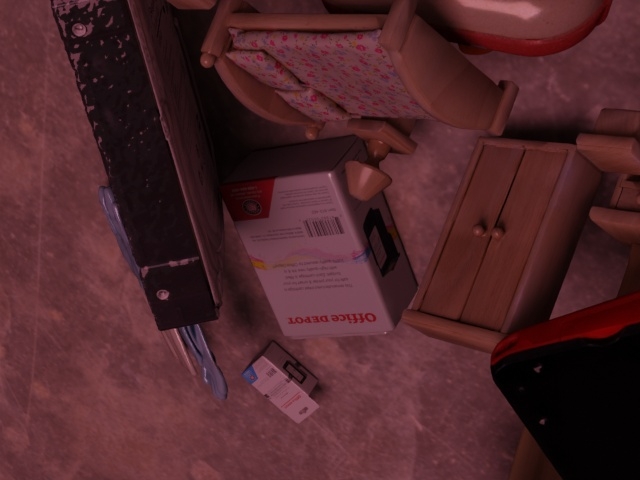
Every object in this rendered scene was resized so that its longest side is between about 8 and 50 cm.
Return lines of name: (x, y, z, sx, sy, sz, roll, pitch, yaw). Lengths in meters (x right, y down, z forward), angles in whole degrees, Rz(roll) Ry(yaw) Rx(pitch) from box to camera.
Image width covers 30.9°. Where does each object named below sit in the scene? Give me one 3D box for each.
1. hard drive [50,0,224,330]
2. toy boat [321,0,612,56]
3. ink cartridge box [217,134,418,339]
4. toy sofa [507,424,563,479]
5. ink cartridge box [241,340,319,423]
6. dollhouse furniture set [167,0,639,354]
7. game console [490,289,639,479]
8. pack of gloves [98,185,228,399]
hard drive: (-0.147, -0.126, 0.980, 0.064, 0.237, 0.338, -13, 120, 2)
toy boat: (0.110, -0.196, 0.869, 0.231, 0.151, 0.151, 15, 157, 19)
ink cartridge box: (0.000, 0.000, 1.093, 0.128, 0.072, 0.175, -6, 120, 31)
toy sofa: (0.237, 0.354, 1.166, 0.177, 0.150, 0.362, 3, 124, 23)
ink cartridge box: (-0.038, 0.154, 1.255, 0.083, 0.028, 0.048, 42, 132, -4)
dollhouse furniture set: (0.060, -0.052, 0.824, 0.303, 0.173, 0.356, 11, 166, 47)
game console: (0.345, 0.179, 0.793, 0.342, 0.060, 0.386, -23, 108, 44)
pack of gloves: (-0.150, 0.046, 1.194, 0.195, 0.046, 0.232, 30, 147, 58)
